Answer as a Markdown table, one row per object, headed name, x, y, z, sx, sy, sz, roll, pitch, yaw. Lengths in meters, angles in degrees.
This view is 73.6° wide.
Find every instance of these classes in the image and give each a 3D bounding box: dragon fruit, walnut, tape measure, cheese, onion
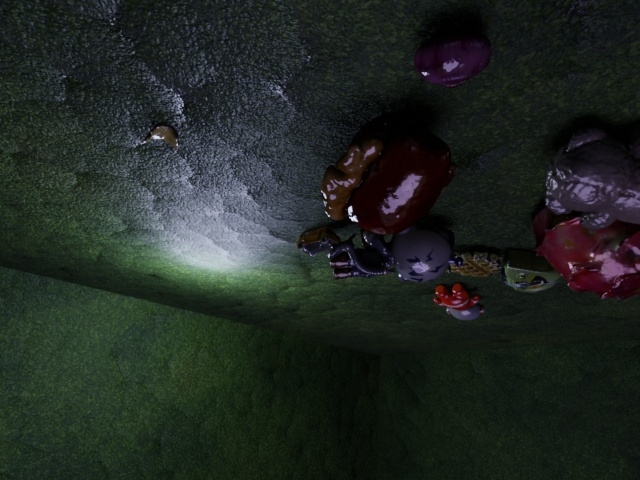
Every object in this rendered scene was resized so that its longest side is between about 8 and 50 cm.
| name | x | y | z | sx | sy | sz | roll | pitch | yaw |
| --- | --- | --- | --- | --- | --- | --- | --- | --- | --- |
| dragon fruit | 0.745 | 0.016 | 1.083 | 0.370 | 0.249 | 0.386 | -11 | 155 | 23 |
| walnut | 0.121 | -0.138 | 0.881 | 0.243 | 0.222 | 0.269 | 3 | 143 | -15 |
| tape measure | 0.714 | 0.104 | 1.454 | 0.199 | 0.106 | 0.175 | 3 | 146 | 7 |
| cheese | -0.365 | -0.236 | 0.966 | 0.084 | 0.042 | 0.060 | -4 | 168 | -17 |
| onion | 0.201 | -0.288 | 0.656 | 0.115 | 0.105 | 0.115 | -18 | -167 | 4 |

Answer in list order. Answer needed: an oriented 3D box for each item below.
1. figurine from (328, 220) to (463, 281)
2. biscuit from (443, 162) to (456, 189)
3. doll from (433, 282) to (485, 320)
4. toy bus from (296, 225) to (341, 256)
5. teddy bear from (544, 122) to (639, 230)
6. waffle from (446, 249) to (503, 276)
| name | x | y | z | sx | sy | sz | roll | pitch | yaw |
| --- | --- | --- | --- | --- | --- | --- | --- | --- | --- |
| figurine | 0.227 | 0.039 | 1.303 | 0.381 | 0.186 | 0.261 | -5 | 146 | 11 |
| biscuit | 0.233 | -0.129 | 1.100 | 0.183 | 0.043 | 0.280 | 17 | 158 | -33 |
| doll | 0.631 | 0.281 | 1.910 | 0.199 | 0.106 | 0.336 | -12 | 144 | 33 |
| toy bus | 0.000 | 0.000 | 1.403 | 0.162 | 0.074 | 0.069 | -14 | 145 | 42 |
| teddy bear | 0.595 | -0.119 | 0.857 | 0.267 | 0.151 | 0.236 | 14 | 123 | 12 |
| waffle | 0.527 | 0.083 | 1.497 | 0.207 | 0.054 | 0.214 | 10 | 159 | 6 |
